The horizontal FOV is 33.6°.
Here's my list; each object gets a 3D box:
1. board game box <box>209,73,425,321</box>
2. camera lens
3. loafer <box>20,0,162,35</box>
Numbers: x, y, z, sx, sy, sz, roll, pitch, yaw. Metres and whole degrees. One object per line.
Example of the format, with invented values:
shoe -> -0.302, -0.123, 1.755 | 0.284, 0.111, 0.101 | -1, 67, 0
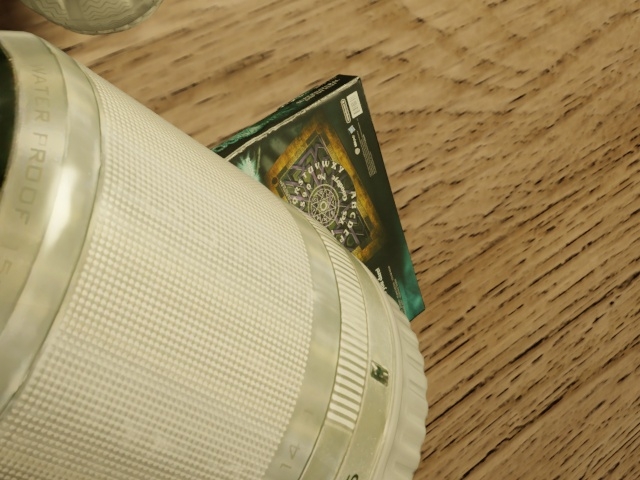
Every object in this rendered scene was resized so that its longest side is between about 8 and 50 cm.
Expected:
board game box -> 0.000, 0.000, 0.707 | 0.126, 0.026, 0.186 | -34, 120, -30
camera lens -> -0.107, 0.051, 0.496 | 0.274, 0.219, 0.219 | 33, 78, -41
loafer -> -0.136, -0.254, 0.488 | 0.112, 0.111, 0.319 | -10, 95, -5
